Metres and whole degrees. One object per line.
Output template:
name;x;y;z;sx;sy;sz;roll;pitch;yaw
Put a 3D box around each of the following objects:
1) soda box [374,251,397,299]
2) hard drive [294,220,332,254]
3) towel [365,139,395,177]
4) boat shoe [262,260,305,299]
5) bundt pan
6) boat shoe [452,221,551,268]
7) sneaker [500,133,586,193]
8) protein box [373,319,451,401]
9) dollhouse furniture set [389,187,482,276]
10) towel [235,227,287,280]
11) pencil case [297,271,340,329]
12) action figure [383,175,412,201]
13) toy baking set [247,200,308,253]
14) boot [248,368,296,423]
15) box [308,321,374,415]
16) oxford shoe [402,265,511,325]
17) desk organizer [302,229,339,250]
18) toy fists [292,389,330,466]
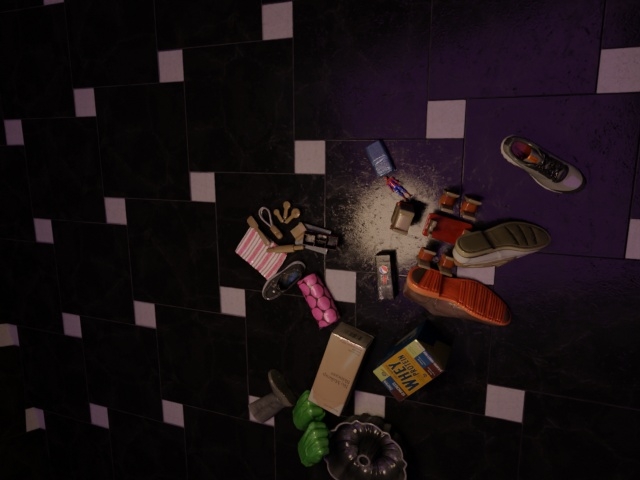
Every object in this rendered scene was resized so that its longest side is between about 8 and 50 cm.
soda box;0.236;0.128;1.658;0.060;0.053;0.168;-3;100;22
hard drive;-0.026;-0.010;1.754;0.135;0.022;0.094;17;106;18
towel;0.206;-0.283;1.602;0.067;0.029;0.119;-24;92;24
boat shoe;-0.148;0.169;1.802;0.229;0.076;0.080;-37;107;21
bundt pan;0.184;0.816;1.779;0.331;0.124;0.330;4;101;21
boat shoe;0.562;0.020;1.452;0.303;0.113;0.103;-6;143;-4
sneaker;0.665;-0.225;1.385;0.272;0.108;0.100;35;109;11
protein box;0.322;0.411;1.599;0.136;0.200;0.201;49;114;7
dollhouse furniture set;0.371;-0.050;1.539;0.259;0.135;0.261;17;107;1
towel;-0.241;0.049;1.850;0.197;0.029;0.144;39;111;11
pencil case;-0.012;0.229;1.763;0.098;0.095;0.209;-28;87;45
action figure;0.263;-0.184;1.600;0.115;0.030;0.038;44;118;11
toy baking set;-0.162;-0.044;1.788;0.256;0.030;0.196;-11;87;25
boot;-0.224;0.661;1.950;0.209;0.076;0.189;-32;85;31
box;0.077;0.488;1.757;0.148;0.121;0.310;22;108;16
oxford shoe;0.458;0.205;1.569;0.364;0.130;0.132;24;141;9
desk organizer;0.000;0.000;1.696;0.130;0.050;0.047;10;105;3
toy fists;-0.031;0.720;1.793;0.096;0.279;0.142;11;124;-20
